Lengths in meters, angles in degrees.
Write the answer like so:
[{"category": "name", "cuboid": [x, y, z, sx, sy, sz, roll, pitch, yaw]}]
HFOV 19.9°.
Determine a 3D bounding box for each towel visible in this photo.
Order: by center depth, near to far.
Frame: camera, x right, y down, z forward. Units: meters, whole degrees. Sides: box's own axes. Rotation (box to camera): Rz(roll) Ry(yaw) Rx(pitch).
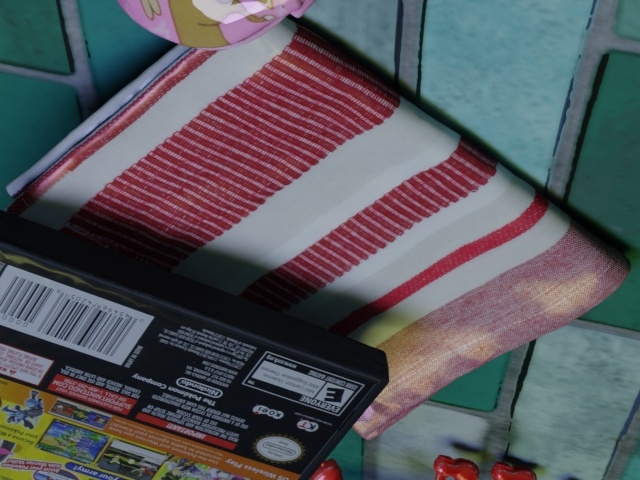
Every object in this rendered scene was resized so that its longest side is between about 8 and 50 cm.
[{"category": "towel", "cuboid": [0.000, 0.000, 1.132, 0.329, 0.037, 0.237, 33, 128, -31]}]

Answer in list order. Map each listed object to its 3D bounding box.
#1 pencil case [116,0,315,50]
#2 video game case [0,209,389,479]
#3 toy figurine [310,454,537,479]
[{"category": "pencil case", "cuboid": [-0.101, -0.239, 0.673, 0.167, 0.160, 0.386, -8, 145, 25]}, {"category": "video game case", "cuboid": [-0.135, 0.117, 1.188, 0.275, 0.035, 0.248, 21, 126, -22]}, {"category": "toy figurine", "cuboid": [0.116, 0.266, 1.597, 0.362, 0.191, 0.217, 12, -176, -11]}]
